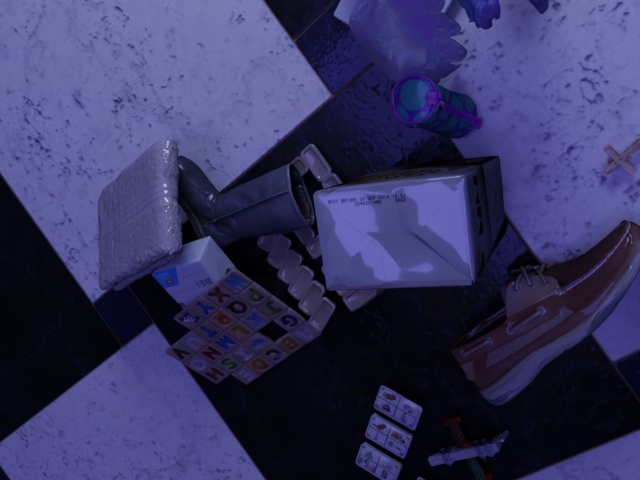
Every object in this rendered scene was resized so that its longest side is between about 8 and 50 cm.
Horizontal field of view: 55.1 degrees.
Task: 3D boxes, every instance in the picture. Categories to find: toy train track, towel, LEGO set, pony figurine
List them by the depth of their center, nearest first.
[{"bbox_3d":[0.117,-0.337,0.665,0.351,0.363,0.303,30,108,-23],"label":"pony figurine"},{"bbox_3d":[0.403,-0.117,0.796,0.048,0.014,0.083,48,111,12],"label":"toy train track"},{"bbox_3d":[0.192,0.354,1.008,0.244,0.060,0.182,25,118,22],"label":"LEGO set"},{"bbox_3d":[-0.302,-0.031,1.017,0.282,0.049,0.187,-22,70,48],"label":"towel"}]

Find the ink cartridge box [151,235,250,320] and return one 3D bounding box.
[{"bbox_3d":[-0.186,0.085,1.046,0.104,0.060,0.180,-16,127,25],"label":"ink cartridge box"}]

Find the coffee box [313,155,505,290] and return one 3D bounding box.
[{"bbox_3d":[0.130,-0.032,0.773,0.168,0.297,0.119,-4,100,24],"label":"coffee box"}]

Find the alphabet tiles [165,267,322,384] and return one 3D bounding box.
[{"bbox_3d":[-0.149,0.164,1.051,0.237,0.009,0.198,-38,118,26],"label":"alphabet tiles"}]

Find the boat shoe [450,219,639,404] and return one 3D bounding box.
[{"bbox_3d":[0.301,0.090,0.838,0.116,0.123,0.324,42,114,9],"label":"boat shoe"}]

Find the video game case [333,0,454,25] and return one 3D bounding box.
[{"bbox_3d":[0.113,-0.348,0.847,0.143,0.019,0.157,35,115,10],"label":"video game case"}]

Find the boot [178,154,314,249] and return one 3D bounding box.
[{"bbox_3d":[-0.130,-0.079,0.982,0.208,0.076,0.190,-18,106,37],"label":"boot"}]

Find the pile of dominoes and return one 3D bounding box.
[{"bbox_3d":[0.000,0.000,0.994,0.196,0.040,0.251,-40,79,28],"label":"pile of dominoes"}]

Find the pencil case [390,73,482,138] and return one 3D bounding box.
[{"bbox_3d":[0.153,-0.172,0.805,0.070,0.151,0.064,19,102,32],"label":"pencil case"}]
